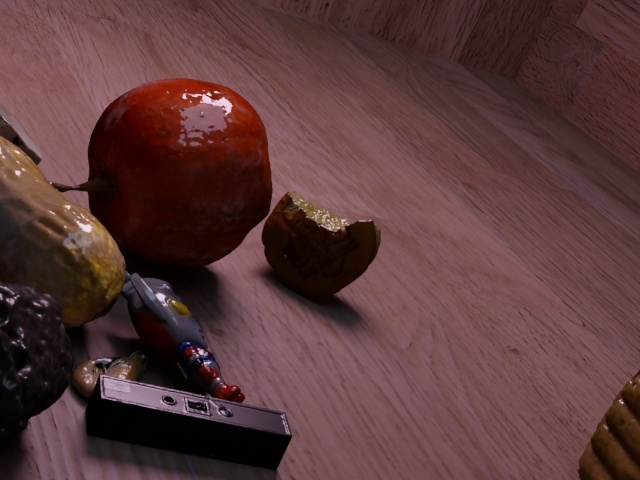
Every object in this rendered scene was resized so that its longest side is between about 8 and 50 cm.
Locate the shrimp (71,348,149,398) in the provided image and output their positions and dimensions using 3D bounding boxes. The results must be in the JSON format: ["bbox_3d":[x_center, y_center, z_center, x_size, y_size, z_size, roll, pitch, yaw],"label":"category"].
[{"bbox_3d":[-0.210,0.128,1.037,0.059,0.023,0.108,18,21,6],"label":"shrimp"}]

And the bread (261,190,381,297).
[{"bbox_3d":[0.000,0.010,1.390,0.156,0.125,0.086,19,12,14],"label":"bread"}]

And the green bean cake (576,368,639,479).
[{"bbox_3d":[0.441,0.237,1.196,0.224,0.230,0.131,11,32,-25],"label":"green bean cake"}]

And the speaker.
[{"bbox_3d":[-0.123,0.173,0.992,0.191,0.046,0.040,16,22,-21],"label":"speaker"}]

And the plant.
[{"bbox_3d":[-0.296,0.104,0.838,0.142,0.131,0.203,-16,5,16],"label":"plant"}]

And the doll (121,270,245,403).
[{"bbox_3d":[-0.151,0.100,1.086,0.195,0.062,0.104,46,6,22],"label":"doll"}]

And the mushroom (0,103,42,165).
[{"bbox_3d":[-0.468,-0.163,1.338,0.247,0.096,0.108,32,48,26],"label":"mushroom"}]

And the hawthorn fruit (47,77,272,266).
[{"bbox_3d":[-0.197,-0.077,1.245,0.271,0.242,0.242,-9,39,-43],"label":"hawthorn fruit"}]

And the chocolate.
[{"bbox_3d":[-0.328,-0.017,1.105,0.309,0.134,0.134,41,27,27],"label":"chocolate"}]
